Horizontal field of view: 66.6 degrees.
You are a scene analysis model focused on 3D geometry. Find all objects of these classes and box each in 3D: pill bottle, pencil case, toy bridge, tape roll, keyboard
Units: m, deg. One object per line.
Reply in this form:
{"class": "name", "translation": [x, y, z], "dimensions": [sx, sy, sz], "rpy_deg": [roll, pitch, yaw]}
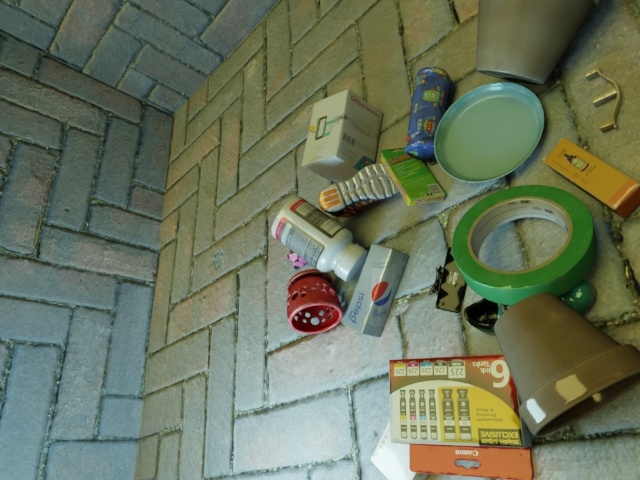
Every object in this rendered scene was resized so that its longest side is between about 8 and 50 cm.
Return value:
{"class": "pill bottle", "translation": [0.000, 0.000, 1.696], "dimensions": [0.319, 0.176, 0.176], "rpy_deg": [36, 104, 16]}
{"class": "pencil case", "translation": [-0.033, 0.025, 1.871], "dimensions": [0.209, 0.098, 0.095], "rpy_deg": [-38, 48, 32]}
{"class": "toy bridge", "translation": [0.717, -0.359, 1.222], "dimensions": [0.063, 0.026, 0.188], "rpy_deg": [-23, 57, 41]}
{"class": "tape roll", "translation": [0.489, 0.005, 1.191], "dimensions": [0.321, 0.077, 0.321], "rpy_deg": [-20, 43, 20]}
{"class": "keyboard", "translation": [0.379, 0.110, 1.415], "dimensions": [0.100, 0.038, 0.192], "rpy_deg": [11, 80, 27]}
{"class": "pencil case", "translation": [0.357, -0.410, 1.591], "dimensions": [0.133, 0.119, 0.306], "rpy_deg": [5, 75, 17]}

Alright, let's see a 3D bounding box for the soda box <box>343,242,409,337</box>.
{"class": "soda box", "translation": [0.179, 0.159, 1.569], "dimensions": [0.098, 0.091, 0.286], "rpy_deg": [20, 89, 51]}

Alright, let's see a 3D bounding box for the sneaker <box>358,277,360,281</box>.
{"class": "sneaker", "translation": [0.164, 0.103, 1.658], "dimensions": [0.119, 0.047, 0.057], "rpy_deg": [-60, 20, 9]}

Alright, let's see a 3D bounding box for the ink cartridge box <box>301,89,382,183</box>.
{"class": "ink cartridge box", "translation": [0.084, -0.383, 1.837], "dimensions": [0.197, 0.198, 0.270], "rpy_deg": [-5, 69, 49]}

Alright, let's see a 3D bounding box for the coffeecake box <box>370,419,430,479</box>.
{"class": "coffeecake box", "translation": [0.240, 0.568, 1.333], "dimensions": [0.142, 0.068, 0.185], "rpy_deg": [31, 98, 50]}

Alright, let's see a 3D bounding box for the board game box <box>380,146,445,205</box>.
{"class": "board game box", "translation": [0.292, -0.215, 1.583], "dimensions": [0.039, 0.124, 0.259], "rpy_deg": [98, 158, -48]}

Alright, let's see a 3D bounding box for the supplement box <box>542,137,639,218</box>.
{"class": "supplement box", "translation": [0.652, -0.153, 1.168], "dimensions": [0.078, 0.080, 0.233], "rpy_deg": [-52, 43, 19]}

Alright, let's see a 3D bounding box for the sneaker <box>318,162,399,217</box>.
{"class": "sneaker", "translation": [0.154, -0.173, 1.725], "dimensions": [0.321, 0.180, 0.124], "rpy_deg": [-15, 79, 8]}

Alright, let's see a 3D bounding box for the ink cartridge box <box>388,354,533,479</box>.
{"class": "ink cartridge box", "translation": [0.334, 0.426, 1.179], "dimensions": [0.310, 0.130, 0.271], "rpy_deg": [-11, 65, 28]}

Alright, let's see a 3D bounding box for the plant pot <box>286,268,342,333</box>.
{"class": "plant pot", "translation": [-0.031, 0.209, 1.715], "dimensions": [0.191, 0.191, 0.174], "rpy_deg": [-43, 42, 29]}

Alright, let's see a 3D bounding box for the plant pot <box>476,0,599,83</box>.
{"class": "plant pot", "translation": [0.557, -0.585, 1.321], "dimensions": [0.323, 0.323, 0.280], "rpy_deg": [34, 116, 51]}

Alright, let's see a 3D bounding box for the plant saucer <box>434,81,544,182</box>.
{"class": "plant saucer", "translation": [0.487, -0.309, 1.422], "dimensions": [0.318, 0.044, 0.317], "rpy_deg": [-15, 63, 33]}

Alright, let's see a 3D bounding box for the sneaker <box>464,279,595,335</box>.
{"class": "sneaker", "translation": [0.492, 0.161, 1.178], "dimensions": [0.302, 0.121, 0.108], "rpy_deg": [-29, 54, 39]}

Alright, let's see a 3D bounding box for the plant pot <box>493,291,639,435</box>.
{"class": "plant pot", "translation": [0.492, 0.237, 1.014], "dimensions": [0.263, 0.263, 0.229], "rpy_deg": [-46, 50, 26]}
